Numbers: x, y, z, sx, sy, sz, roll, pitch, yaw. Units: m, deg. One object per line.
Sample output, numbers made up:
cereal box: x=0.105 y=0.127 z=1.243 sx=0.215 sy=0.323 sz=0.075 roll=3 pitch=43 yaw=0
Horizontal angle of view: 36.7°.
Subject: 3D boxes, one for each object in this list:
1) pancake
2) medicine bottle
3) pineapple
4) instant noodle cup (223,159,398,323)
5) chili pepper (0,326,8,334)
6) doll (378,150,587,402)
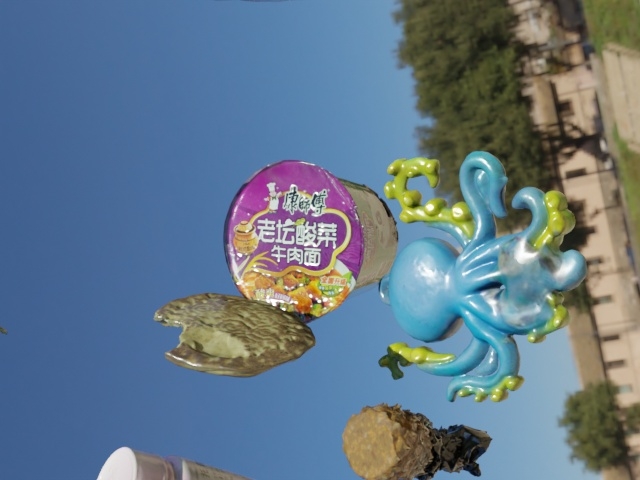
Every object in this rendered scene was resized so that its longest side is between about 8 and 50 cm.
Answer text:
pancake: x=-0.115 y=0.121 z=1.289 sx=0.235 sy=0.211 sz=0.029 roll=-117 pitch=31 yaw=-67
medicine bottle: x=-0.198 y=0.400 z=1.425 sx=0.254 sy=0.152 sz=0.152 roll=27 pitch=-132 yaw=-32
pineapple: x=0.140 y=0.283 z=1.320 sx=0.237 sy=0.111 sz=0.119 roll=14 pitch=-155 yaw=-46
instant noodle cup: x=0.000 y=0.000 z=1.531 sx=0.190 sy=0.251 sz=0.251 roll=-3 pitch=-98 yaw=-61
chili pepper: x=-0.674 y=0.103 z=1.694 sx=0.278 sy=0.122 sz=0.065 roll=24 pitch=-133 yaw=-19
doll: x=0.209 y=0.048 z=1.320 sx=0.098 sy=0.341 sz=0.346 roll=-12 pitch=-85 yaw=-50
